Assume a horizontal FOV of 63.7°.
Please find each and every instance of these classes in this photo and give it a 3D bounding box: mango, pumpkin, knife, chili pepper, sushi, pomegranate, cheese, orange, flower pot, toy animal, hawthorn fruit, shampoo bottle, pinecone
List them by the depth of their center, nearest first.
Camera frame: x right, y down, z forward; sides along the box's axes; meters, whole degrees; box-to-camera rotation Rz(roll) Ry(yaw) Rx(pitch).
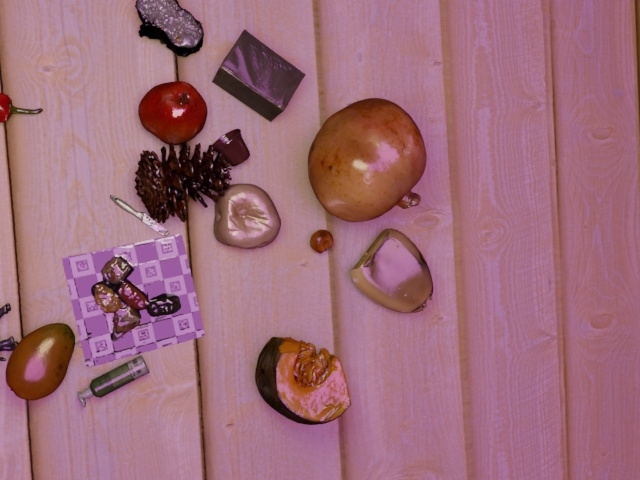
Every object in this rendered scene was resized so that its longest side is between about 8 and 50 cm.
[{"bbox_3d":[-0.963,-0.431,1.393,0.369,0.092,0.137,38,67,-19],"label":"chili pepper"},{"bbox_3d":[-0.927,0.212,1.415,0.137,0.082,0.269,-20,98,-20],"label":"toy animal"},{"bbox_3d":[-0.788,0.336,1.450,0.152,0.120,0.220,21,76,-30],"label":"mango"},{"bbox_3d":[-0.424,-0.389,1.521,0.197,0.226,0.196,5,80,-29],"label":"hawthorn fruit"},{"bbox_3d":[-0.397,-0.177,1.527,0.292,0.246,0.246,-19,97,-24],"label":"pinecone"},{"bbox_3d":[-0.620,0.421,1.541,0.205,0.065,0.065,-26,99,-18],"label":"shampoo bottle"},{"bbox_3d":[-0.461,-0.646,1.560,0.213,0.115,0.147,38,75,-15],"label":"sushi"},{"bbox_3d":[-0.558,0.180,1.562,0.360,0.064,0.342,-13,95,-20],"label":"sushi"},{"bbox_3d":[-0.555,-0.078,1.587,0.207,0.014,0.030,38,78,-18],"label":"knife"},{"bbox_3d":[-0.279,-0.290,1.648,0.111,0.111,0.089,-42,119,-15],"label":"flower pot"},{"bbox_3d":[-0.240,-0.069,1.649,0.235,0.117,0.218,43,78,-12],"label":"cheese"},{"bbox_3d":[0.158,-0.241,1.653,0.412,0.411,0.410,0,91,-20],"label":"pomegranate"},{"bbox_3d":[-0.060,0.457,1.676,0.304,0.225,0.256,13,82,-14],"label":"pumpkin"},{"bbox_3d":[0.000,0.000,1.767,0.086,0.062,0.086,-19,121,-36],"label":"orange"},{"bbox_3d":[0.280,0.127,1.845,0.316,0.128,0.259,40,85,-10],"label":"cheese"}]

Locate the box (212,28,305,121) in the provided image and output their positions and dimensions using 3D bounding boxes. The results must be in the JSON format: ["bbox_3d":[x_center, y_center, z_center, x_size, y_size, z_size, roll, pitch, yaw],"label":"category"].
[{"bbox_3d":[-0.198,-0.516,1.641,0.231,0.155,0.148,32,77,-17],"label":"box"}]
